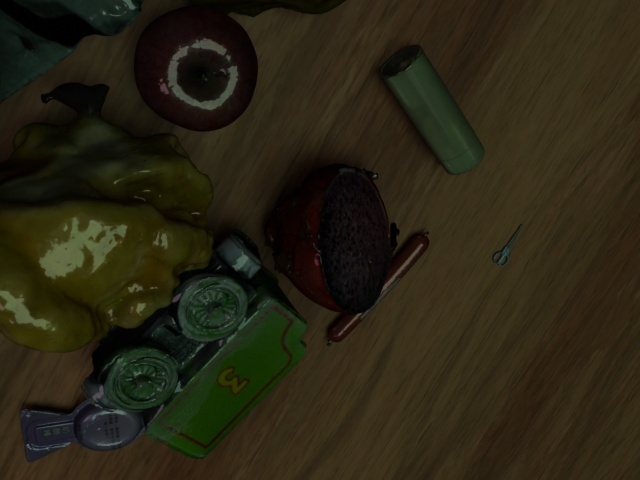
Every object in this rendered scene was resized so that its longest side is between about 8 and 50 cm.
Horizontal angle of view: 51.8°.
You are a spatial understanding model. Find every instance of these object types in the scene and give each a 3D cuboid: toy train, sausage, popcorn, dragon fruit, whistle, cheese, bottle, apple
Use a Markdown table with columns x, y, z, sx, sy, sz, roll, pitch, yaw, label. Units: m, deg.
| x | y | z | sx | sy | sz | roll | pitch | yaw | label |
| --- | --- | --- | --- | --- | --- | --- | --- | --- | --- |
| -0.170 | 0.143 | 0.942 | 0.307 | 0.173 | 0.249 | -46 | 126 | 1 | toy train |
| 0.096 | 0.081 | 1.093 | 0.253 | 0.034 | 0.034 | -47 | 119 | 2 | sausage |
| -0.282 | -0.012 | 0.770 | 0.315 | 0.297 | 0.281 | -38 | 140 | -29 | popcorn |
| -0.002 | 0.000 | 0.963 | 0.219 | 0.148 | 0.224 | 62 | 39 | -34 | dragon fruit |
| -0.311 | -0.274 | 0.684 | 0.405 | 0.188 | 0.168 | -52 | 139 | 9 | whistle |
| -0.348 | 0.279 | 0.996 | 0.190 | 0.042 | 0.105 | -4 | 111 | -19 | cheese |
| 0.170 | -0.192 | 0.989 | 0.072 | 0.072 | 0.201 | -42 | 119 | -1 | bottle |
| -0.156 | -0.216 | 0.827 | 0.153 | 0.120 | 0.154 | -5 | 113 | -13 | apple |

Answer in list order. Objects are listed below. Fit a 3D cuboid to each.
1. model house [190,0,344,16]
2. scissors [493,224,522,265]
| x | y | z | sx | sy | sz | roll | pitch | yaw | label |
| --- | --- | --- | --- | --- | --- | --- | --- | --- | --- |
| -0.049 | -0.375 | 0.799 | 0.267 | 0.174 | 0.239 | -27 | 137 | 26 | model house |
| 0.337 | 0.008 | 1.172 | 0.036 | 0.006 | 0.083 | 26 | 100 | -30 | scissors |
